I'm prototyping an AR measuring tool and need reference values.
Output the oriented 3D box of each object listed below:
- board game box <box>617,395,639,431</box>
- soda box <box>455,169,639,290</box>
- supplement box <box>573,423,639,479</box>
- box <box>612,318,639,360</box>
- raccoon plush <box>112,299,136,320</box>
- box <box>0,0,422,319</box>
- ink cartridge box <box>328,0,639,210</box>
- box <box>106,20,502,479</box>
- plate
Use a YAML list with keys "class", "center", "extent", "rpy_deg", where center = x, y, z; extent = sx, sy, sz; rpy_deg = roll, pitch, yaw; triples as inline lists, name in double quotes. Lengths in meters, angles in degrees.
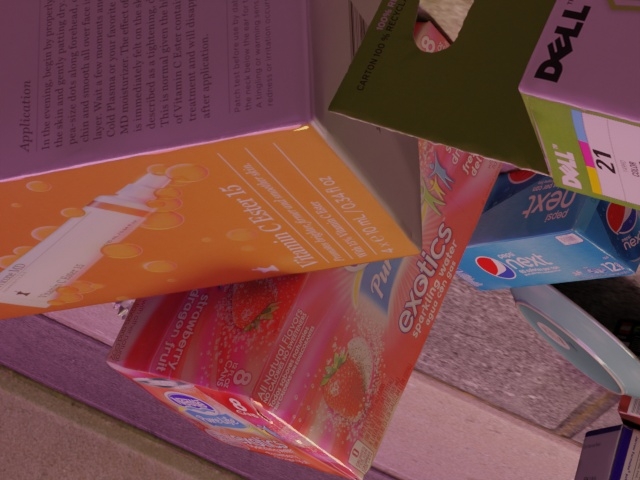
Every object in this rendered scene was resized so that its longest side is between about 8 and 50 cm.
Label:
- class: "board game box"
  center: [0.382, 0.209, 1.604]
  extent: [0.145, 0.027, 0.281]
  rpy_deg: [16, 168, 20]
- class: "soda box"
  center: [0.172, -0.011, 1.257]
  extent: [0.067, 0.071, 0.210]
  rpy_deg: [33, 161, -22]
- class: "supplement box"
  center: [0.366, 0.270, 1.568]
  extent: [0.220, 0.114, 0.111]
  rpy_deg: [18, 167, -5]
- class: "box"
  center: [0.372, 0.124, 1.432]
  extent: [0.207, 0.036, 0.114]
  rpy_deg: [8, 156, 43]
- class: "raccoon plush"
  center: [-0.087, 0.068, 1.652]
  extent: [0.299, 0.216, 0.446]
  rpy_deg: [29, 164, 16]
- class: "box"
  center: [-0.132, -0.075, 0.998]
  extent: [0.345, 0.168, 0.215]
  rpy_deg: [-9, 158, 18]
- class: "ink cartridge box"
  center: [0.138, -0.126, 0.781]
  extent: [0.255, 0.188, 0.097]
  rpy_deg: [18, 162, 24]
- class: "box"
  center: [0.000, 0.000, 1.145]
  extent: [0.154, 0.300, 0.142]
  rpy_deg: [10, 157, 42]
- class: "plate"
  center: [0.232, 0.090, 1.445]
  extent: [0.188, 0.024, 0.188]
  rpy_deg: [40, 175, 5]
